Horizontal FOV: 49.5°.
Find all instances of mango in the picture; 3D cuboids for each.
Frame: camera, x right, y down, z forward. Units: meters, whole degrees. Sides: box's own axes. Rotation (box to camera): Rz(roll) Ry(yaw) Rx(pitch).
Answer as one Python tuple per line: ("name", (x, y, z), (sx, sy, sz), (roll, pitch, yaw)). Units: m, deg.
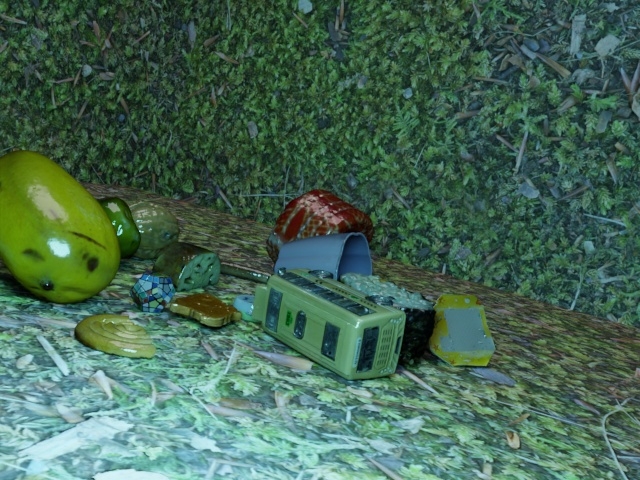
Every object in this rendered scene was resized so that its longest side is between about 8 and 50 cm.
("mango", (-0.646, -0.051, 1.661), (0.301, 0.220, 0.444), (11, 42, -53))

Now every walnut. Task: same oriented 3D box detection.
("walnut", (-0.584, -0.034, 2.336), (0.198, 0.198, 0.245), (17, 8, 37))

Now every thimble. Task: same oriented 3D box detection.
("thimble", (0.000, 0.000, 2.438), (0.231, 0.350, 0.350), (36, 18, 28))

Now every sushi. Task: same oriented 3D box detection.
("sushi", (0.155, 0.198, 1.822), (0.211, 0.170, 0.350), (4, 10, -33))

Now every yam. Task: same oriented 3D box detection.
("yam", (-0.291, 0.099, 2.354), (0.264, 0.046, 0.046), (14, 7, 5))

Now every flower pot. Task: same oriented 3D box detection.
("flower pot", (0.001, 0.100, 2.139), (0.243, 0.264, 0.265), (1, 2, 25))

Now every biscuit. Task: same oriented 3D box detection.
("biscuit", (-0.292, 0.175, 1.761), (0.183, 0.043, 0.280), (14, 2, -15))
("biscuit", (-0.431, 0.190, 1.433), (0.145, 0.033, 0.224), (9, 7, -30))

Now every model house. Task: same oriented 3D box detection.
("model house", (0.345, 0.263, 1.905), (0.220, 0.207, 0.136), (0, -23, -27))

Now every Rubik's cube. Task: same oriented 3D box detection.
("Rubik's cube", (-0.414, 0.126, 1.715), (0.093, 0.111, 0.111), (-15, -7, 27))

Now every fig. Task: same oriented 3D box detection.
("fig", (-0.698, -0.012, 2.121), (0.275, 0.206, 0.206), (-24, 16, -11))

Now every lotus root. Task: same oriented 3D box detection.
("lotus root", (-0.391, 0.078, 2.067), (0.119, 0.138, 0.235), (25, 5, 18))

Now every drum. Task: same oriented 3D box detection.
("drum", (-0.113, 0.198, 1.845), (0.253, 0.049, 0.130), (14, 7, 15))

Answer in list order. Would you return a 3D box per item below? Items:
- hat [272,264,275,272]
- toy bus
("hat", (-0.148, 0.116, 2.528), (0.058, 0.042, 0.087), (13, 39, -38))
("toy bus", (0.014, 0.187, 1.648), (0.202, 0.176, 0.366), (-2, 16, -43))
